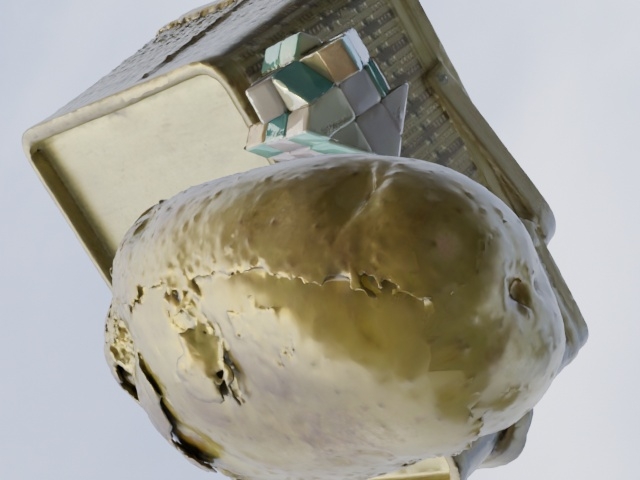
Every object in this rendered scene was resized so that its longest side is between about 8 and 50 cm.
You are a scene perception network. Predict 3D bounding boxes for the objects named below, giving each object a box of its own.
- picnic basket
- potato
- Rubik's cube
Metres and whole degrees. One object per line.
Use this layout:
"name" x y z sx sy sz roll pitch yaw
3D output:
"picnic basket" 0.000 0.000 1.107 0.175 0.228 0.313 -42 -72 -38
"potato" -0.003 0.026 0.519 0.170 0.107 0.080 -12 -136 44
"Rubik's cube" 0.002 -0.077 0.924 0.075 0.084 0.073 -4 -111 43
